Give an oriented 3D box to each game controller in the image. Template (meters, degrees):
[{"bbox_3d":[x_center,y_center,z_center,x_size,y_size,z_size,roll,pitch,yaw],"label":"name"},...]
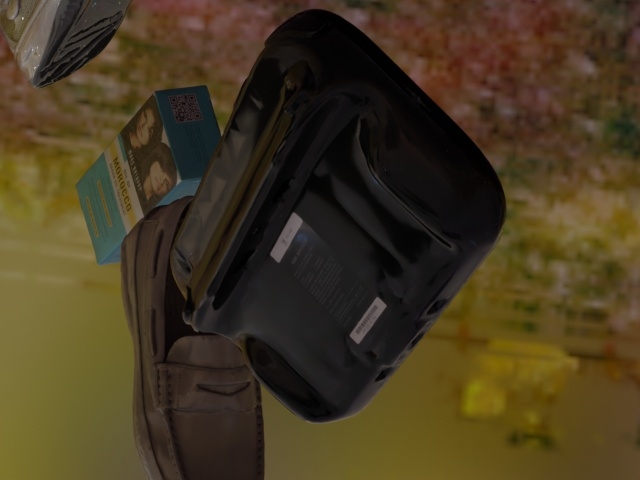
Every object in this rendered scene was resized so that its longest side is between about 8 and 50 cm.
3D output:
[{"bbox_3d":[0.000,0.000,1.007,0.166,0.067,0.319,38,148,4],"label":"game controller"}]

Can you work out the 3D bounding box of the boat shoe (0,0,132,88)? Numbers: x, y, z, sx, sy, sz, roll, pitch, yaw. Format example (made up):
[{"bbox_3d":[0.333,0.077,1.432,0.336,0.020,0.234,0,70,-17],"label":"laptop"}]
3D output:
[{"bbox_3d":[-0.180,-0.243,1.292,0.118,0.103,0.320,-35,169,-37],"label":"boat shoe"}]

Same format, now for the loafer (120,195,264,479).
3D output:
[{"bbox_3d":[-0.107,0.114,1.490,0.112,0.319,0.111,-4,158,-31],"label":"loafer"}]

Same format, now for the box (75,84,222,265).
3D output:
[{"bbox_3d":[-0.175,-0.062,1.751,0.060,0.100,0.244,-9,163,-31],"label":"box"}]
